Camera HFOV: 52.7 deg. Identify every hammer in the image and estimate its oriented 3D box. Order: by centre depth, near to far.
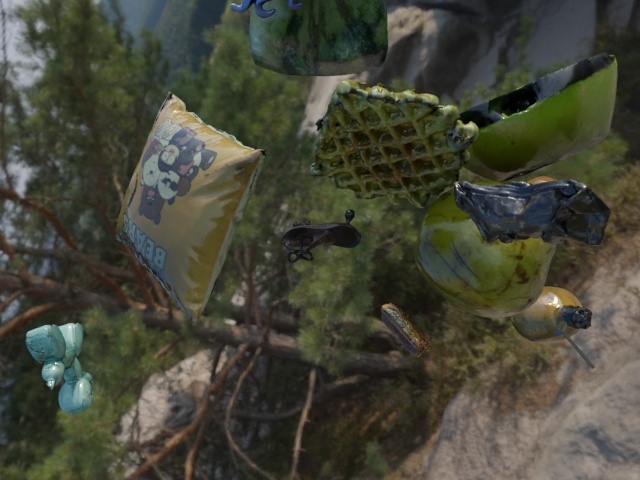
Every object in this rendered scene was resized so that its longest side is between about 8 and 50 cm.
[{"bbox_3d":[0.510,0.211,1.290,0.035,0.110,0.019,-32,-12,-47],"label":"hammer"}]

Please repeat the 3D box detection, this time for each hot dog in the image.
[{"bbox_3d":[0.175,0.184,1.341,0.144,0.038,0.062,47,151,41],"label":"hot dog"}]

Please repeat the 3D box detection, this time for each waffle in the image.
[{"bbox_3d":[0.131,-0.174,1.222,0.317,0.297,0.073,115,170,-59],"label":"waffle"}]

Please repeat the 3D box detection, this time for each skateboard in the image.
[{"bbox_3d":[0.000,0.000,1.193,0.080,0.151,0.067,-84,-20,-47],"label":"skateboard"}]

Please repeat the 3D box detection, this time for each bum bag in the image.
[{"bbox_3d":[0.303,-0.041,0.947,0.248,0.102,0.069,9,57,53],"label":"bum bag"}]

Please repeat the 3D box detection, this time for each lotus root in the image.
[{"bbox_3d":[0.668,0.217,1.866,0.310,0.183,0.182,161,128,-80],"label":"lotus root"}]

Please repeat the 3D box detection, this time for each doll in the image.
[{"bbox_3d":[-0.057,-0.433,1.064,0.206,0.110,0.067,-35,20,5],"label":"doll"},{"bbox_3d":[-0.438,0.221,1.118,0.159,0.059,0.158,72,-178,-78],"label":"doll"}]

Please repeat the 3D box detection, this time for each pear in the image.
[{"bbox_3d":[0.327,0.016,1.291,0.283,0.284,0.283,-52,27,39],"label":"pear"},{"bbox_3d":[0.443,-0.234,1.363,0.399,0.399,0.165,-17,96,65],"label":"pear"}]

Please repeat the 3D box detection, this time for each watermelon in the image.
[{"bbox_3d":[0.006,-0.438,1.224,0.213,0.262,0.201,92,-175,-60],"label":"watermelon"}]

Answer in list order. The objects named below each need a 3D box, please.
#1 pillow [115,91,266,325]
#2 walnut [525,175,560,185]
[{"bbox_3d":[-0.238,-0.066,1.113,0.310,0.119,0.312,35,108,37],"label":"pillow"},{"bbox_3d":[0.571,-0.074,1.683,0.207,0.167,0.167,114,165,-51],"label":"walnut"}]
